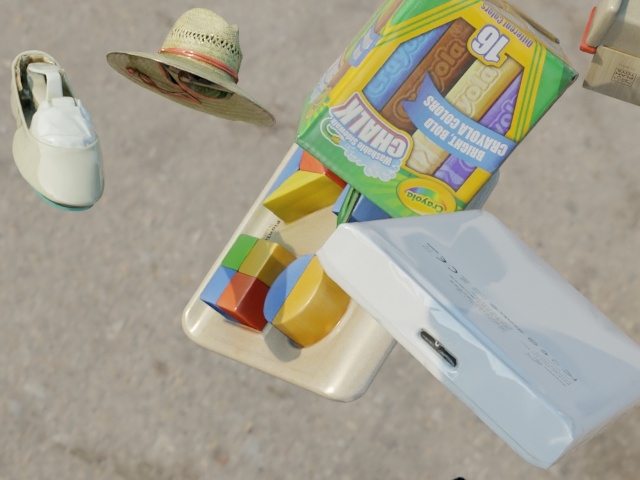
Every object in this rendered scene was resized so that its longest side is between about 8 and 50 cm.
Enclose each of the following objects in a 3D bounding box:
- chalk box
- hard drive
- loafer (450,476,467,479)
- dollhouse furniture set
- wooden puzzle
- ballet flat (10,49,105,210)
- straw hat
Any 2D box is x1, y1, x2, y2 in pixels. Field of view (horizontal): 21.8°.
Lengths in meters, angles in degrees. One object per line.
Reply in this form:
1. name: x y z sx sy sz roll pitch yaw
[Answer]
1. chalk box: 0.092 -0.129 1.675 0.179 0.289 0.180 38 15 -10
2. hard drive: 0.133 0.058 1.186 0.203 0.040 0.307 43 16 15
3. loafer: 0.149 0.392 2.319 0.080 0.078 0.220 3 18 28
4. dollhouse furniture set: 0.332 -0.278 1.631 0.262 0.135 0.259 19 64 5
5. wooden puzzle: 0.000 0.000 1.876 0.080 0.322 0.348 41 -13 -33
6. ballet flat: -0.262 -0.118 1.627 0.086 0.086 0.248 11 24 -27
7. straw hat: -0.088 -0.139 1.240 0.144 0.061 0.144 21 -7 3
